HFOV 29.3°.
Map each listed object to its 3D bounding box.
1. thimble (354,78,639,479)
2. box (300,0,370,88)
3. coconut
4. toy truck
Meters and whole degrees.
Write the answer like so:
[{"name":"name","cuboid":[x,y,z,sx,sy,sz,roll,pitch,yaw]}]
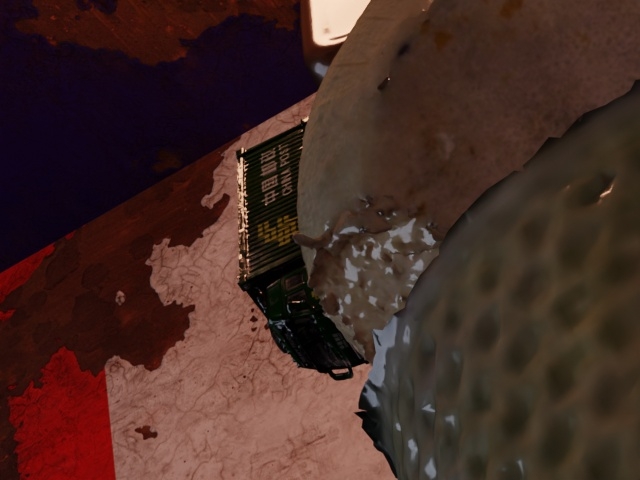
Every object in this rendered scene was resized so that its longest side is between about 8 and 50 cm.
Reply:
[{"name":"thimble","cuboid":[0.155,0.086,0.394,0.271,0.271,0.150,49,-162,-37]},{"name":"box","cuboid":[0.172,-0.166,0.993,0.229,0.339,0.239,55,-163,-31]},{"name":"coconut","cuboid":[0.159,-0.027,0.749,0.346,0.346,0.360,64,-173,6]},{"name":"toy truck","cuboid":[0.000,0.000,1.025,0.088,0.121,0.259,57,-164,-35]}]
